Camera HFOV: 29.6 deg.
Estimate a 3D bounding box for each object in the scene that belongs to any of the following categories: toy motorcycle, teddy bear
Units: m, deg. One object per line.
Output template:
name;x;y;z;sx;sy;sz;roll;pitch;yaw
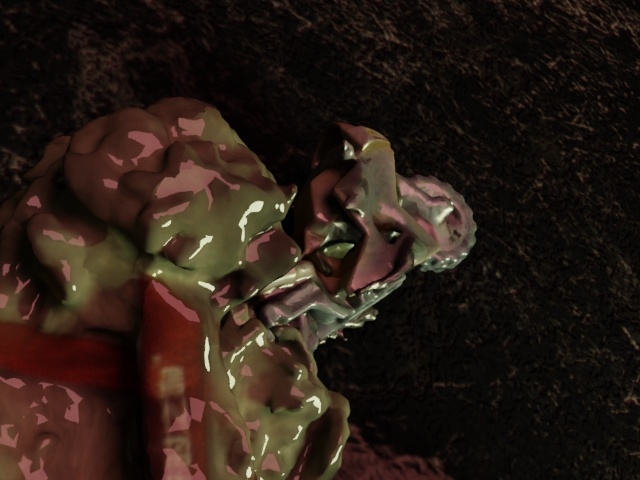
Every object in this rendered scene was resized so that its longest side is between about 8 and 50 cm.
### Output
toy motorcycle;0.000;0.000;0.798;0.229;0.094;0.129;-31;82;-37
teddy bear;-0.083;0.178;0.506;0.367;0.224;0.357;49;55;-10
